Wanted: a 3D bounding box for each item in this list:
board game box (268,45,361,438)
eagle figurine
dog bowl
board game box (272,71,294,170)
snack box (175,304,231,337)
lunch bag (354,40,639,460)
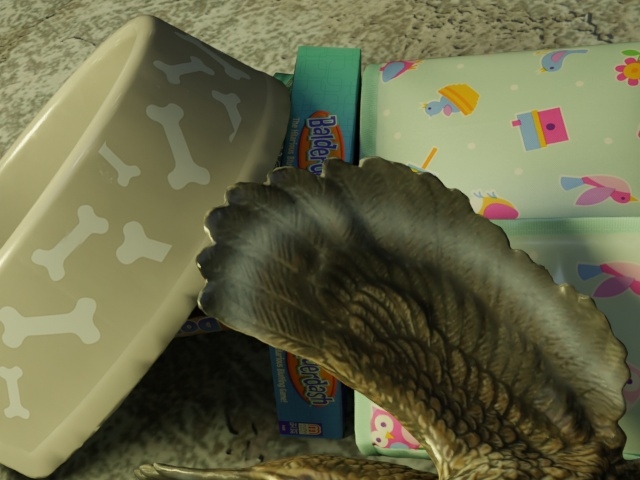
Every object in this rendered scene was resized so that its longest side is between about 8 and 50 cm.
[{"bbox_3d":[0.000,0.000,0.765,0.047,0.160,0.210,2,51,4],"label":"board game box"},{"bbox_3d":[0.064,0.116,0.583,0.226,0.225,0.298,-47,54,-11],"label":"eagle figurine"},{"bbox_3d":[-0.170,-0.001,0.765,0.349,0.102,0.349,-43,23,23],"label":"dog bowl"},{"bbox_3d":[-0.028,-0.068,0.963,0.126,0.026,0.186,12,52,30],"label":"board game box"},{"bbox_3d":[-0.113,0.046,0.882,0.178,0.022,0.064,-9,42,14],"label":"snack box"},{"bbox_3d":[0.134,0.015,0.717,0.223,0.160,0.262,-2,57,14],"label":"lunch bag"}]
